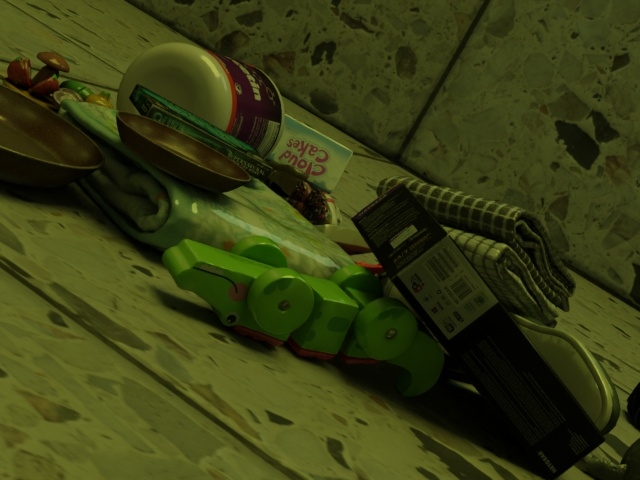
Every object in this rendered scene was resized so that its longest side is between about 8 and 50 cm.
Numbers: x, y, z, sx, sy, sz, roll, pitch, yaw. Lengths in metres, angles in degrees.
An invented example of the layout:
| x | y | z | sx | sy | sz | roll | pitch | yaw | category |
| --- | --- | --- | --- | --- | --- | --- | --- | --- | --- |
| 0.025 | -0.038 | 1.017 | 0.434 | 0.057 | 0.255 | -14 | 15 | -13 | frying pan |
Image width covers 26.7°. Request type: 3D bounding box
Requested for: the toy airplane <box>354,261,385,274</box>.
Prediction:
| x | y | z | sx | sy | sz | roll | pitch | yaw | category |
| --- | --- | --- | --- | --- | --- | --- | --- | --- | --- |
| 0.061 | 0.036 | 1.769 | 0.151 | 0.151 | 0.028 | -90 | 164 | -86 | toy airplane |

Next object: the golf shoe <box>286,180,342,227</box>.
| x | y | z | sx | sy | sz | roll | pitch | yaw | category |
| --- | --- | --- | --- | --- | --- | --- | --- | --- | --- |
| 0.006 | -0.042 | 2.131 | 0.086 | 0.067 | 0.186 | 28 | 9 | -18 | golf shoe |

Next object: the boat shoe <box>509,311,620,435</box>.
| x | y | z | sx | sy | sz | roll | pitch | yaw | category |
| --- | --- | --- | --- | --- | --- | --- | --- | --- | --- |
| 0.319 | 0.177 | 1.773 | 0.099 | 0.116 | 0.319 | 21 | 7 | -23 | boat shoe |

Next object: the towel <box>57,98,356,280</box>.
| x | y | z | sx | sy | sz | roll | pitch | yaw | category |
| --- | --- | --- | --- | --- | --- | --- | --- | --- | --- |
| -0.143 | -0.047 | 1.668 | 0.321 | 0.090 | 0.374 | 21 | 13 | -39 | towel |

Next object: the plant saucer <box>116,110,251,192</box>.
| x | y | z | sx | sy | sz | roll | pitch | yaw | category |
| --- | --- | --- | --- | --- | --- | --- | --- | --- | --- |
| -0.159 | -0.096 | 1.522 | 0.168 | 0.029 | 0.168 | 26 | 10 | -5 | plant saucer |

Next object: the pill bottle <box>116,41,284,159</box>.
| x | y | z | sx | sy | sz | roll | pitch | yaw | category |
| --- | --- | --- | --- | --- | --- | --- | --- | --- | --- |
| -0.170 | -0.199 | 2.092 | 0.181 | 0.181 | 0.323 | 32 | 10 | 16 | pill bottle |

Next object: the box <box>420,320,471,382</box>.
| x | y | z | sx | sy | sz | roll | pitch | yaw | category |
| --- | --- | --- | --- | --- | --- | --- | --- | --- | --- |
| 0.129 | 0.133 | 1.704 | 0.162 | 0.029 | 0.116 | 17 | 16 | -46 | box |

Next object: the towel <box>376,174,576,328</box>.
| x | y | z | sx | sy | sz | roll | pitch | yaw | category |
| --- | --- | --- | --- | --- | --- | --- | --- | --- | --- |
| 0.221 | 0.019 | 1.928 | 0.235 | 0.121 | 0.284 | 16 | -16 | 34 | towel |

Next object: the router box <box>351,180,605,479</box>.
| x | y | z | sx | sy | sz | roll | pitch | yaw | category |
| --- | --- | --- | --- | --- | --- | --- | --- | --- | --- |
| 0.173 | 0.096 | 1.531 | 0.309 | 0.081 | 0.243 | 51 | 3 | -17 | router box |

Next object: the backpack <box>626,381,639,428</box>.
| x | y | z | sx | sy | sz | roll | pitch | yaw | category |
| --- | --- | --- | --- | --- | --- | --- | --- | --- | --- |
| 0.568 | 0.228 | 2.048 | 0.158 | 0.173 | 0.117 | 28 | 10 | -3 | backpack |

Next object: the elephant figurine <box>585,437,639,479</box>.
| x | y | z | sx | sy | sz | roll | pitch | yaw | category |
| --- | --- | --- | --- | --- | --- | --- | --- | --- | --- |
| 0.473 | 0.225 | 1.582 | 0.186 | 0.239 | 0.169 | 19 | 15 | -47 | elephant figurine |

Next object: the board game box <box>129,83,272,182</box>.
| x | y | z | sx | sy | sz | roll | pitch | yaw | category |
| --- | --- | --- | --- | --- | --- | --- | --- | --- | --- |
| -0.160 | -0.143 | 1.797 | 0.186 | 0.026 | 0.126 | 27 | 9 | -24 | board game box |

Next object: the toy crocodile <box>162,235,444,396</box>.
| x | y | z | sx | sy | sz | roll | pitch | yaw | category |
| --- | --- | --- | --- | --- | --- | --- | --- | --- | --- |
| -0.012 | 0.077 | 1.415 | 0.341 | 0.105 | 0.115 | 18 | 15 | -31 | toy crocodile |

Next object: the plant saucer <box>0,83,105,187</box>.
| x | y | z | sx | sy | sz | roll | pitch | yaw | category |
| --- | --- | --- | --- | --- | --- | --- | --- | --- | --- |
| -0.390 | -0.134 | 1.491 | 0.311 | 0.050 | 0.310 | 27 | 10 | -5 | plant saucer |

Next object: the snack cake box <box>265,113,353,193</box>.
| x | y | z | sx | sy | sz | roll | pitch | yaw | category |
| --- | --- | --- | --- | --- | --- | --- | --- | --- | --- |
| -0.086 | -0.178 | 2.407 | 0.264 | 0.089 | 0.152 | 28 | -7 | -7 | snack cake box |

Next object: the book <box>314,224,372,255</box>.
| x | y | z | sx | sy | sz | roll | pitch | yaw | category |
| --- | --- | --- | --- | --- | --- | --- | --- | --- | --- |
| 0.000 | 0.000 | 1.819 | 0.096 | 0.035 | 0.144 | 12 | -9 | -36 | book |

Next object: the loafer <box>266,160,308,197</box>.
| x | y | z | sx | sy | sz | roll | pitch | yaw | category |
| --- | --- | --- | --- | --- | --- | --- | --- | --- | --- |
| -0.067 | -0.102 | 2.299 | 0.056 | 0.050 | 0.148 | 30 | -7 | -16 | loafer |

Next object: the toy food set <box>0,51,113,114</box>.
| x | y | z | sx | sy | sz | roll | pitch | yaw | category |
| --- | --- | --- | --- | --- | --- | --- | --- | --- | --- |
| -0.380 | -0.224 | 1.938 | 0.218 | 0.071 | 0.128 | 31 | 10 | 13 | toy food set |

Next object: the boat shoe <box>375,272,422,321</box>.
| x | y | z | sx | sy | sz | roll | pitch | yaw | category |
| --- | --- | --- | --- | --- | --- | --- | --- | --- | --- |
| 0.108 | 0.072 | 1.843 | 0.081 | 0.079 | 0.227 | 26 | 2 | 17 | boat shoe |
